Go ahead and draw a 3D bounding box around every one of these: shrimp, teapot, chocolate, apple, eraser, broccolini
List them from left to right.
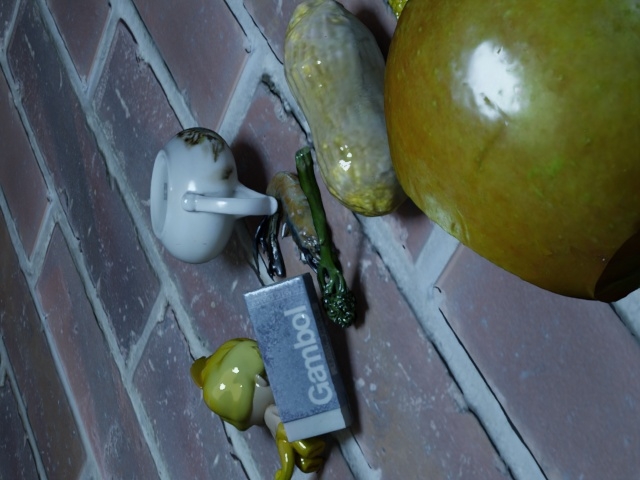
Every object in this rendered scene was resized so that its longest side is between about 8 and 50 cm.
[{"bbox_3d":[-0.171,-0.064,1.789,0.298,0.139,0.204,-147,64,-67],"label":"teapot"},{"bbox_3d":[-0.044,0.004,1.705,0.219,0.046,0.152,59,135,43],"label":"shrimp"},{"bbox_3d":[-0.028,0.156,1.606,0.092,0.046,0.212,-19,86,16],"label":"eraser"},{"bbox_3d":[-0.003,0.004,1.549,0.071,0.057,0.254,-2,121,29],"label":"broccolini"},{"bbox_3d":[0.035,-0.166,1.510,0.134,0.134,0.309,-45,56,48],"label":"chocolate"},{"bbox_3d":[0.242,-0.106,1.032,0.384,0.374,0.374,86,165,-59],"label":"apple"}]

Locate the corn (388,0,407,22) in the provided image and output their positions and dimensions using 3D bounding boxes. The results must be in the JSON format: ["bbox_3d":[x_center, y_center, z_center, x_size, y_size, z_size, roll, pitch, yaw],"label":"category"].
[{"bbox_3d":[0.105,-0.371,1.423,0.101,0.102,0.310,-27,67,54],"label":"corn"}]

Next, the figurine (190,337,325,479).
[{"bbox_3d":[-0.085,0.232,1.715,0.246,0.131,0.156,41,140,37],"label":"figurine"}]
